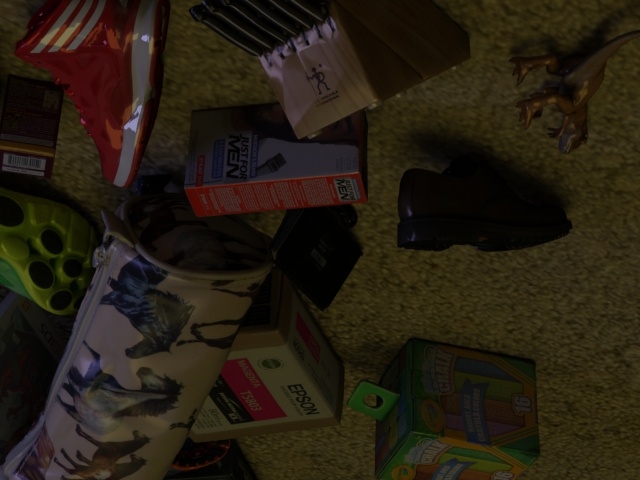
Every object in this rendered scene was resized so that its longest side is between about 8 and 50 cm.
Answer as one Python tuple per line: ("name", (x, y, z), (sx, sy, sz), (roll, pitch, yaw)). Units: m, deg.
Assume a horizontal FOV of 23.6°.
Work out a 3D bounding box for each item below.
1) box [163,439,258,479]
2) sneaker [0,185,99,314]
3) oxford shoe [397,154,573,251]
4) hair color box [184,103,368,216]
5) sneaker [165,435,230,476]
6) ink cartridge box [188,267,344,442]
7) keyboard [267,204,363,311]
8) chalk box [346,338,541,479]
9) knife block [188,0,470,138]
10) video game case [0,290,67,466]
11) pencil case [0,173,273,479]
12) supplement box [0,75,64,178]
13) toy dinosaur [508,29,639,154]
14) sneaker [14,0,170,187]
("box", (-0.207, 0.348, 2.129), (0.232, 0.059, 0.183), (-5, 147, 11))
("sneaker", (-0.342, -0.013, 1.584), (0.123, 0.109, 0.295), (15, 166, 41))
("oxford shoe", (0.168, -0.038, 1.515), (0.227, 0.096, 0.083), (5, 166, -43))
("hair color box", (-0.040, -0.080, 1.452), (0.167, 0.093, 0.053), (-4, 146, 9))
("sneaker", (-0.223, 0.283, 2.001), (0.221, 0.083, 0.087), (-7, 166, 2))
("ink cartridge box", (-0.097, 0.139, 1.786), (0.193, 0.088, 0.235), (-8, 143, 17))
("keyboard", (0.000, 0.000, 1.582), (0.023, 0.108, 0.180), (29, 171, 25))
("chalk box", (0.140, 0.212, 1.842), (0.213, 0.132, 0.132), (11, 145, -13))
("knife block", (-0.006, -0.218, 1.271), (0.088, 0.242, 0.275), (-23, -176, 33))
("video game case", (-0.346, 0.184, 1.731), (0.023, 0.201, 0.183), (0, 133, 36))
("pencil case", (-0.206, 0.133, 1.608), (0.183, 0.160, 0.410), (16, 122, -20))
("supplement box", (-0.272, -0.105, 1.433), (0.055, 0.083, 0.043), (9, 147, -9))
("toy dinosaur", (0.234, -0.149, 1.378), (0.112, 0.064, 0.211), (-10, 158, -15))
("sneaker", (-0.211, -0.147, 1.390), (0.128, 0.087, 0.221), (14, 133, -3))
